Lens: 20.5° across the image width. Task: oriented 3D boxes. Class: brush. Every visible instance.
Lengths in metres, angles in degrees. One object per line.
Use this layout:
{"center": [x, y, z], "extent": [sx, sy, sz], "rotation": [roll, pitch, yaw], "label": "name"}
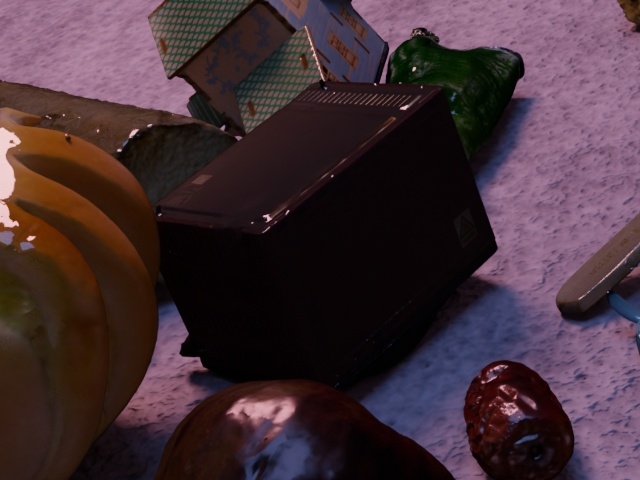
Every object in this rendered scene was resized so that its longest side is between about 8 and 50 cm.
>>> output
{"center": [0.321, -0.053, 1.504], "extent": [0.336, 0.020, 0.085], "rotation": [-44, 24, -13], "label": "brush"}

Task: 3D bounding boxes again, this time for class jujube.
{"center": [0.144, 0.133, 1.315], "extent": [0.077, 0.077, 0.129], "rotation": [-14, 25, 0], "label": "jujube"}

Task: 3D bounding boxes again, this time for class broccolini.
{"center": [0.132, -0.191, 1.914], "extent": [0.035, 0.030, 0.140], "rotation": [14, 24, -28], "label": "broccolini"}

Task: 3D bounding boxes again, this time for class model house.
{"center": [-0.063, -0.180, 1.732], "extent": [0.178, 0.206, 0.271], "rotation": [-36, 18, 27], "label": "model house"}

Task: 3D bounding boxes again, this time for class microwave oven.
{"center": [0.001, -0.001, 1.492], "extent": [0.178, 0.188, 0.247], "rotation": [11, 42, 45], "label": "microwave oven"}

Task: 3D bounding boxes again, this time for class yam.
{"center": [-0.214, -0.057, 1.687], "extent": [0.304, 0.168, 0.168], "rotation": [15, 40, 40], "label": "yam"}

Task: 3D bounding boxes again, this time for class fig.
{"center": [-0.050, 0.251, 1.138], "extent": [0.217, 0.217, 0.321], "rotation": [22, 73, 45], "label": "fig"}

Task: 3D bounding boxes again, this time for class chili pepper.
{"center": [0.104, -0.116, 1.728], "extent": [0.136, 0.099, 0.270], "rotation": [19, 32, 8], "label": "chili pepper"}

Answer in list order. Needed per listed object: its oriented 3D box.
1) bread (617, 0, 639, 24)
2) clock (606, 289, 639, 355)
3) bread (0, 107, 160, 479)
{"center": [0.458, -0.227, 1.783], "extent": [0.138, 0.077, 0.361], "rotation": [-27, 33, -20], "label": "bread"}
{"center": [0.297, 0.063, 1.397], "extent": [0.108, 0.045, 0.147], "rotation": [-31, 34, -29], "label": "clock"}
{"center": [-0.241, 0.080, 1.381], "extent": [0.211, 0.315, 0.270], "rotation": [18, 35, -29], "label": "bread"}
